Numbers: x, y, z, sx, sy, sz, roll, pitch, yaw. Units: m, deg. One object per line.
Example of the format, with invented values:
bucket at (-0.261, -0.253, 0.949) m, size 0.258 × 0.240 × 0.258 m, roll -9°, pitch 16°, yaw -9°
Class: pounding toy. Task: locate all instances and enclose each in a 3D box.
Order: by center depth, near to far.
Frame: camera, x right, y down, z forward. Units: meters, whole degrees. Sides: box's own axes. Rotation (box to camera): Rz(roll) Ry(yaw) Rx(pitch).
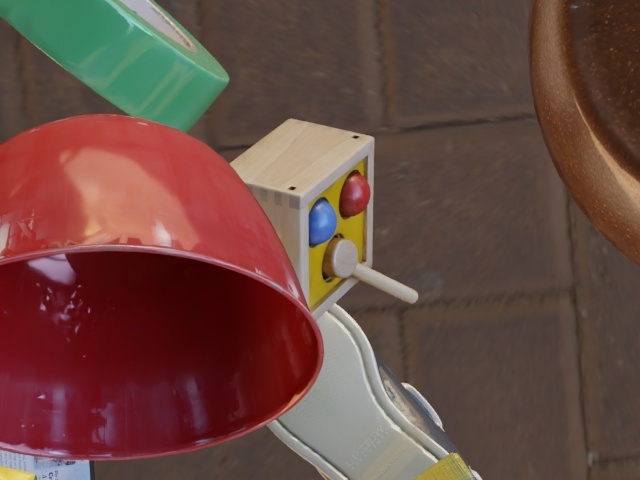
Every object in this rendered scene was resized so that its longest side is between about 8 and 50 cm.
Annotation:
pounding toy at (0.000, 0.000, 1.383) m, size 0.100 × 0.130 × 0.141 m, roll 14°, pitch 122°, yaw 25°

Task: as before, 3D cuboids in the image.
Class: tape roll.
tape roll at (-0.231, -0.226, 1.804) m, size 0.321 × 0.321 × 0.077 m, roll 40°, pitch 96°, yaw 4°

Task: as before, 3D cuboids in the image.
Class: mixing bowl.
mixing bowl at (-0.092, 0.011, 0.804) m, size 0.181 × 0.181 × 0.098 m, roll -10°, pitch 58°, yaw 8°

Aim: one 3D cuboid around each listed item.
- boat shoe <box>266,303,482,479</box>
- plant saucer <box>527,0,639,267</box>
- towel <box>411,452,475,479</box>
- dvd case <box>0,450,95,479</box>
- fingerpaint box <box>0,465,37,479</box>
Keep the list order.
boat shoe at (0.036, 0.159, 1.563) m, size 0.114 × 0.091 × 0.302 m, roll -38°, pitch 58°, yaw 2°
plant saucer at (0.148, -0.075, 0.604) m, size 0.199 × 0.036 × 0.198 m, roll -4°, pitch 83°, yaw 32°
towel at (0.089, 0.192, 1.391) m, size 0.060 × 0.083 × 0.009 m, roll -33°, pitch 123°, yaw -1°
dvd case at (-0.324, 0.229, 1.821) m, size 0.022 × 0.253 × 0.180 m, roll -16°, pitch 75°, yaw 48°
fingerpaint box at (-0.440, 0.288, 1.188) m, size 0.445 × 0.163 × 0.371 m, roll 13°, pitch 54°, yaw -3°
